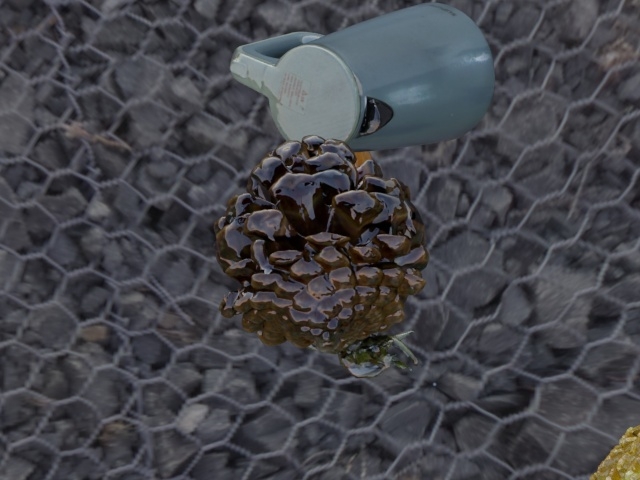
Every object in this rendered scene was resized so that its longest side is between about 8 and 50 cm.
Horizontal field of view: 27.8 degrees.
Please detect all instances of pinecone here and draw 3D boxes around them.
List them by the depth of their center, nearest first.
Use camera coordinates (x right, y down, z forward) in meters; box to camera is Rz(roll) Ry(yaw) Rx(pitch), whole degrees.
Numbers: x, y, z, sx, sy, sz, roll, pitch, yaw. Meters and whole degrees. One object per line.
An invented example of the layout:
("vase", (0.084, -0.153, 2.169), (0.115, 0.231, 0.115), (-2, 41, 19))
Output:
("pinecone", (0.000, 0.000, 0.948), (0.174, 0.173, 0.173), (-1, 84, 5))

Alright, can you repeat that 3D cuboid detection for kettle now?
("kettle", (0.039, -0.180, 1.402), (0.210, 0.243, 0.160), (33, 120, 27))

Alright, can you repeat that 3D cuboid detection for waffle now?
("waffle", (0.498, 0.296, 1.817), (0.219, 0.229, 0.057), (-32, 90, 37))

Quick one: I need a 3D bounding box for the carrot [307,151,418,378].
("carrot", (0.016, 0.040, 1.807), (0.193, 0.214, 0.331), (-18, 91, -15))
